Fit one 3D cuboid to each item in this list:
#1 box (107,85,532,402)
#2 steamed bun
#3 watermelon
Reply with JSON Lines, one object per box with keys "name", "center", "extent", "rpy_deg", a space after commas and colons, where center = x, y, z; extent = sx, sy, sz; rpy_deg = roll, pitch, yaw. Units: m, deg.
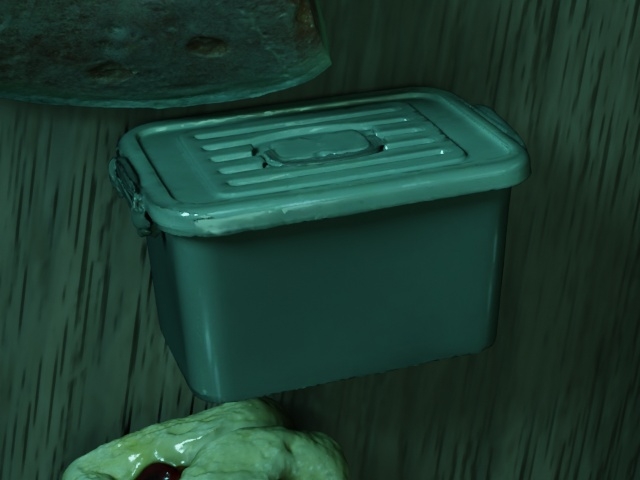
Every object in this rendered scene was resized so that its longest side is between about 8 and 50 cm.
{"name": "box", "center": [0.000, 0.000, 0.847], "extent": [0.243, 0.163, 0.135], "rpy_deg": [-9, 116, -17]}
{"name": "steamed bun", "center": [-0.059, 0.171, 0.876], "extent": [0.155, 0.172, 0.141], "rpy_deg": [-41, 125, -24]}
{"name": "watermelon", "center": [-0.127, -0.174, 0.732], "extent": [0.318, 0.226, 0.148], "rpy_deg": [2, 76, -30]}
